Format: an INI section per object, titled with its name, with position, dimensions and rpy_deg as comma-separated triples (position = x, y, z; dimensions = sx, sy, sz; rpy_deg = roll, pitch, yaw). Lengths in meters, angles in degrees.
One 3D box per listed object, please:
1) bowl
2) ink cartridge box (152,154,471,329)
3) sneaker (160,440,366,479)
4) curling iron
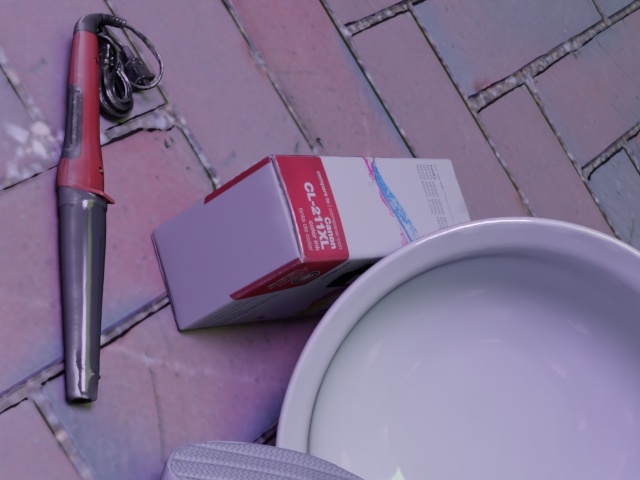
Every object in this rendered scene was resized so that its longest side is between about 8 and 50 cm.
[bowl]
position = 0.116, 0.135, 0.830
dimensions = 0.297, 0.298, 0.134
rpy_deg = 61, -3, 0
[ink cartridge box]
position = 0.000, 0.000, 0.838
dimensions = 0.175, 0.127, 0.072
rpy_deg = -3, 70, -46
[sneaker]
position = 0.023, 0.195, 0.713
dimensions = 0.258, 0.091, 0.094
rpy_deg = 21, 19, 6
[curling iron]
position = -0.136, -0.030, 0.789
dimensions = 0.068, 0.035, 0.274
rpy_deg = 23, 53, -35
